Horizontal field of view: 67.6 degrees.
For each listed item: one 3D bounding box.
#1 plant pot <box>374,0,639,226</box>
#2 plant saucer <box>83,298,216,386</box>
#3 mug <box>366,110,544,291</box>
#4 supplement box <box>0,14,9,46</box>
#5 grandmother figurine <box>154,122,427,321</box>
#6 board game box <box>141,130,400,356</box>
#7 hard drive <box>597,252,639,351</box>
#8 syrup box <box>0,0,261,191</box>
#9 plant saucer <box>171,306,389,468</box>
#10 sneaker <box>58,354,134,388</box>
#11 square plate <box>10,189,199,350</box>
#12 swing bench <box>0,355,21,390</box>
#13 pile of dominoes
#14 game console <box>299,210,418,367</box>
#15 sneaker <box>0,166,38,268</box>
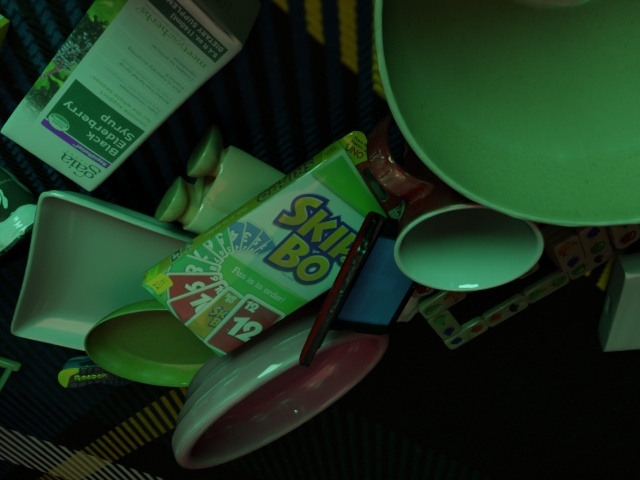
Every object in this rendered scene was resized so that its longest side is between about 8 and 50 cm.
[{"bbox_3d":[0.175,-0.174,0.285,0.284,0.191,0.284,3,136,3],"label":"plant pot"},{"bbox_3d":[-0.206,0.147,0.689,0.241,0.037,0.241,-2,142,-2],"label":"plant saucer"},{"bbox_3d":[0.116,-0.066,0.411,0.113,0.169,0.150,-10,139,23],"label":"mug"},{"bbox_3d":[-0.342,-0.200,0.418,0.098,0.062,0.036,34,132,-24],"label":"supplement box"},{"bbox_3d":[0.000,0.000,0.559,0.342,0.104,0.208,31,117,-26],"label":"grandmother figurine"},{"bbox_3d":[-0.037,0.010,0.487,0.259,0.039,0.124,-34,119,6],"label":"board game box"},{"bbox_3d":[0.526,0.068,0.587,0.308,0.040,0.203,-9,139,16],"label":"hard drive"},{"bbox_3d":[-0.170,-0.151,0.423,0.237,0.096,0.093,-30,126,31],"label":"syrup box"},{"bbox_3d":[-0.058,0.200,0.688,0.332,0.084,0.332,-26,151,-15],"label":"plant saucer"},{"bbox_3d":[-0.404,0.236,0.892,0.144,0.059,0.053,5,107,-20],"label":"sneaker"},{"bbox_3d":[-0.222,0.081,0.676,0.347,0.049,0.344,19,136,-25],"label":"square plate"},{"bbox_3d":[-0.745,0.294,0.847,0.165,0.253,0.255,-26,128,30],"label":"swing bench"},{"bbox_3d":[0.227,0.033,0.540,0.251,0.040,0.196,-35,131,12],"label":"pile of dominoes"},{"bbox_3d":[0.053,0.054,0.464,0.085,0.124,0.144,25,115,3],"label":"game console"},{"bbox_3d":[-0.440,-0.012,0.618,0.271,0.100,0.108,-25,103,33],"label":"sneaker"}]
